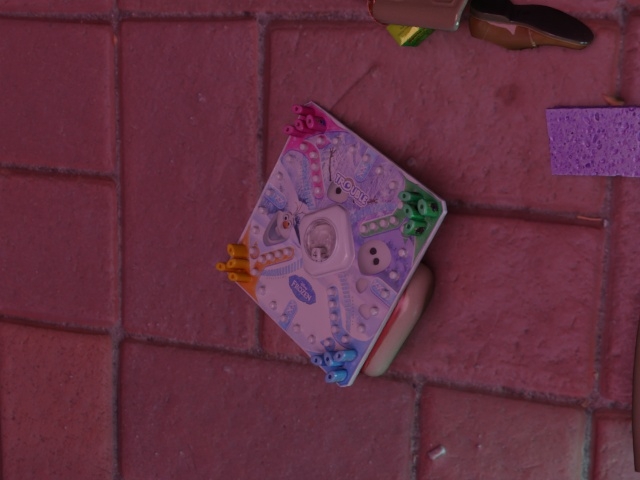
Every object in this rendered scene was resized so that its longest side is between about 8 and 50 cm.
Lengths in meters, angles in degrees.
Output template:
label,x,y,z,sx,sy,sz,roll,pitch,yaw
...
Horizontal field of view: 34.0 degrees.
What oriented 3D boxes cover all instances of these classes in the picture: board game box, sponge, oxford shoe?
label,x,y,z,sx,sy,sz,roll,pitch,yaw
board game box,0.205,-0.409,1.803,0.181,0.092,0.043,-40,82,23
sponge,0.477,-0.165,1.735,0.210,0.031,0.117,4,109,37
board game box,0.000,0.000,1.901,0.390,0.050,0.389,42,114,36
oxford shoe,0.355,-0.354,1.776,0.212,0.076,0.076,18,136,16

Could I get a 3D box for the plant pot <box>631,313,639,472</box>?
label,x,y,z,sx,sy,sz,roll,pitch,yaw
plant pot,0.609,0.219,1.690,0.257,0.256,0.273,-14,77,24

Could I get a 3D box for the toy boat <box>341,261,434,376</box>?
label,x,y,z,sx,sy,sz,roll,pitch,yaw
toy boat,0.104,0.121,1.903,0.151,0.151,0.231,32,110,7

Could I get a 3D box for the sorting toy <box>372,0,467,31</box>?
label,x,y,z,sx,sy,sz,roll,pitch,yaw
sorting toy,0.173,-0.469,1.771,0.307,0.041,0.229,22,88,50

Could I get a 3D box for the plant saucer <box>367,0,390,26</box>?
label,x,y,z,sx,sy,sz,roll,pitch,yaw
plant saucer,0.125,-0.425,1.875,0.084,0.013,0.083,4,101,22
